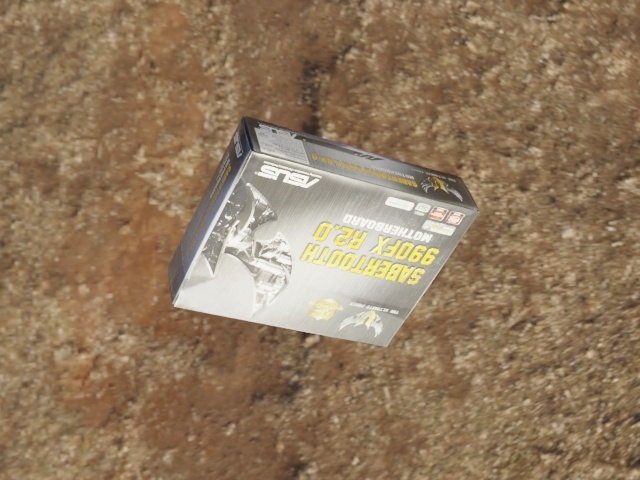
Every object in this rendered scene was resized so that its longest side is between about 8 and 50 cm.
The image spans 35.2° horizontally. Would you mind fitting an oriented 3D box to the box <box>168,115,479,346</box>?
[{"bbox_3d":[0.000,0.000,0.918,0.183,0.231,0.056,-59,31,31],"label":"box"}]
